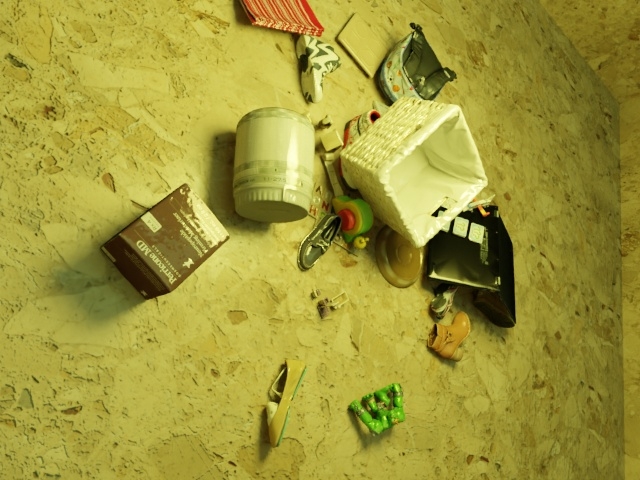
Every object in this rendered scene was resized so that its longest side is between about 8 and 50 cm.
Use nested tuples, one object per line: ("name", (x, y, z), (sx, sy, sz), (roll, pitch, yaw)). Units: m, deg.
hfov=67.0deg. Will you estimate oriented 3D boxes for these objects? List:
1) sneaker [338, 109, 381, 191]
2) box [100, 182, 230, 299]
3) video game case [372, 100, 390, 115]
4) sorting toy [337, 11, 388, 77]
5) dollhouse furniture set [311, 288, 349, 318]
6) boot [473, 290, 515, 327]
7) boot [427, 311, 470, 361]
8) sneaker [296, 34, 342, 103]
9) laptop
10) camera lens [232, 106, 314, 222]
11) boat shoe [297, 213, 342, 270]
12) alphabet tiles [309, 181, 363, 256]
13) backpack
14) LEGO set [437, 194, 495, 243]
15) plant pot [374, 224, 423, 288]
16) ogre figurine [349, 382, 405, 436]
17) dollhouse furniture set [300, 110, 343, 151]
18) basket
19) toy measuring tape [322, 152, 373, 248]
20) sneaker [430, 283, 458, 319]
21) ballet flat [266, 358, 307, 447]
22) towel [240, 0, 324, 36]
("sneaker", (0.143, -0.307, 1.613), (0.090, 0.145, 0.270), (18, 68, -34))
("box", (-0.358, 0.005, 1.124), (0.168, 0.167, 0.203), (53, 53, -16))
("video game case", (0.291, -0.428, 1.802), (0.190, 0.022, 0.173), (12, 48, -36))
("sorting toy", (0.158, -0.728, 1.808), (0.193, 0.038, 0.208), (43, 52, -22))
("dollhouse furniture set", (0.050, 0.168, 1.460), (0.114, 0.081, 0.091), (-26, 96, -39))
("boot", (0.741, 0.194, 1.998), (0.236, 0.089, 0.270), (39, 56, -25))
("boot", (0.466, 0.328, 1.758), (0.152, 0.073, 0.197), (30, 59, -24))
("sneaker", (0.013, -0.564, 1.608), (0.153, 0.094, 0.235), (-4, 71, -30))
("laptop", (0.600, 0.072, 1.886), (0.407, 0.236, 0.382), (10, 57, 3))
("camera lens", (-0.126, -0.206, 1.327), (0.219, 0.219, 0.274), (12, 72, -36))
("boat shoe", (0.000, 0.000, 1.468), (0.075, 0.065, 0.206), (43, 63, -24))
("alphabet tiles", (0.060, -0.085, 1.580), (0.237, 0.009, 0.198), (31, 62, -29))
("backpack", (0.338, -0.616, 1.806), (0.276, 0.213, 0.263), (45, 46, -17))
("LEGO set", (0.552, -0.124, 1.835), (0.182, 0.060, 0.244), (20, 58, 4))
("plant pot", (0.288, 0.050, 1.711), (0.236, 0.032, 0.236), (12, 71, -36))
("ogre figurine", (0.190, 0.518, 1.481), (0.197, 0.097, 0.118), (2, 59, -53))
("dollhouse furniture set", (-0.033, -0.335, 1.559), (0.151, 0.123, 0.144), (-26, 96, -4))
("basket", (0.285, -0.225, 1.515), (0.328, 0.266, 0.331), (-43, 129, -7))
("toy measuring tape", (0.095, -0.134, 1.541), (0.121, 0.121, 0.330), (-14, 88, -40))
("sneaker", (0.458, 0.224, 1.791), (0.178, 0.072, 0.077), (-39, 126, -39))
("ballet flat", (-0.105, 0.428, 1.291), (0.073, 0.080, 0.232), (23, 59, -1))
("towel", (-0.131, -0.743, 1.542), (0.274, 0.031, 0.199), (-9, 63, -38))
